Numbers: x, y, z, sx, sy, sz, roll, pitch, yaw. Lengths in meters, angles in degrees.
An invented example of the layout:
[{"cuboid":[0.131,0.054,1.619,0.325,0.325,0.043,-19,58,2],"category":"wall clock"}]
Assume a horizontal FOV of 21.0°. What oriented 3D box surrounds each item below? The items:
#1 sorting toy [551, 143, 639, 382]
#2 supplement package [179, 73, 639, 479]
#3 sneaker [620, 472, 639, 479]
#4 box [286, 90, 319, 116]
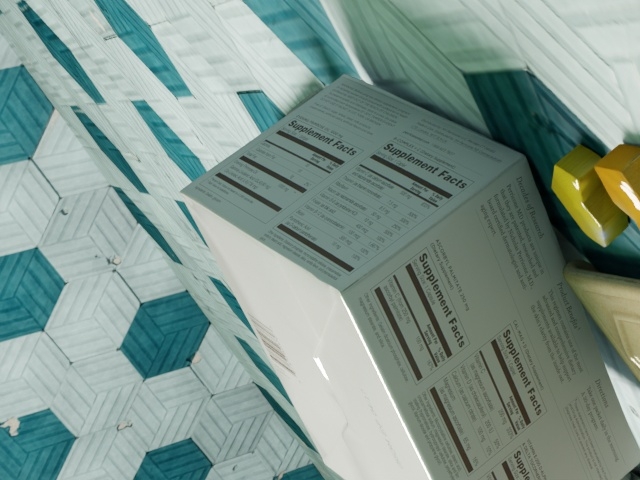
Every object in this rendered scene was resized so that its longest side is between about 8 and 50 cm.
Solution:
[{"cuboid":[0.208,0.074,0.946,0.307,0.041,0.229,52,170,-18],"category":"sorting toy"},{"cuboid":[0.061,0.055,1.123,0.204,0.145,0.262,31,153,53],"category":"supplement package"},{"cuboid":[0.258,0.300,1.315,0.341,0.140,0.125,48,172,12],"category":"sneaker"},{"cuboid":[0.013,-0.042,1.393,0.136,0.036,0.225,50,169,-2],"category":"box"}]
